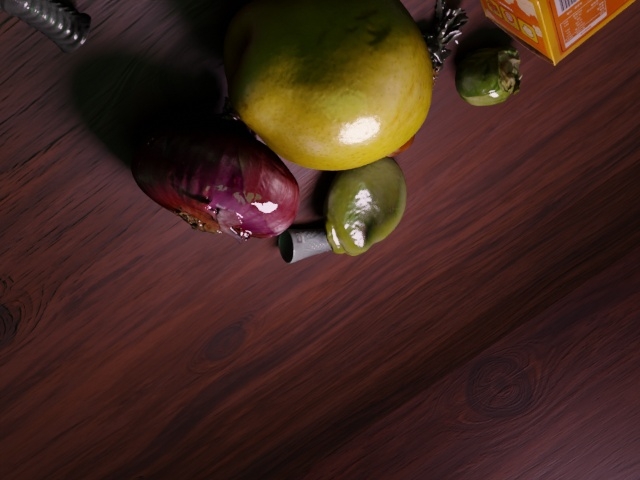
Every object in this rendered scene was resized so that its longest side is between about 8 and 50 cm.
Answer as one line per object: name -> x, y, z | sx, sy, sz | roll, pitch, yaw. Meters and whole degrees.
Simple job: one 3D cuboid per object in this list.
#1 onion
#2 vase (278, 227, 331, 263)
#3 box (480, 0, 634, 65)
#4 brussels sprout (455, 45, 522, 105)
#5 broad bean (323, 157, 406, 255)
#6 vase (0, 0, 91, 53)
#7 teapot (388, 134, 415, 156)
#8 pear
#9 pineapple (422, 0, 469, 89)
onion -> -0.199, -0.150, 1.175 | 0.348, 0.348, 0.285 | 21, 84, -44
vase -> 0.000, 0.000, 1.605 | 0.219, 0.096, 0.096 | -10, 136, -29
box -> 0.504, -0.571, 1.192 | 0.283, 0.259, 0.214 | -38, 140, 9
brussels sprout -> 0.406, -0.404, 1.403 | 0.183, 0.145, 0.131 | -54, 127, -41
broad bean -> 0.117, -0.094, 1.523 | 0.238, 0.119, 0.291 | 16, 102, -30
vase -> -0.481, -0.384, 0.887 | 0.115, 0.115, 0.237 | -44, 143, 14
teapot -> 0.176, -0.260, 1.434 | 0.173, 0.116, 0.116 | -43, 154, -41
pear -> 0.021, -0.314, 1.089 | 0.418, 0.362, 0.362 | 0, 132, -29
pineapple -> 0.248, -0.424, 1.317 | 0.125, 0.125, 0.251 | 18, 110, -43
